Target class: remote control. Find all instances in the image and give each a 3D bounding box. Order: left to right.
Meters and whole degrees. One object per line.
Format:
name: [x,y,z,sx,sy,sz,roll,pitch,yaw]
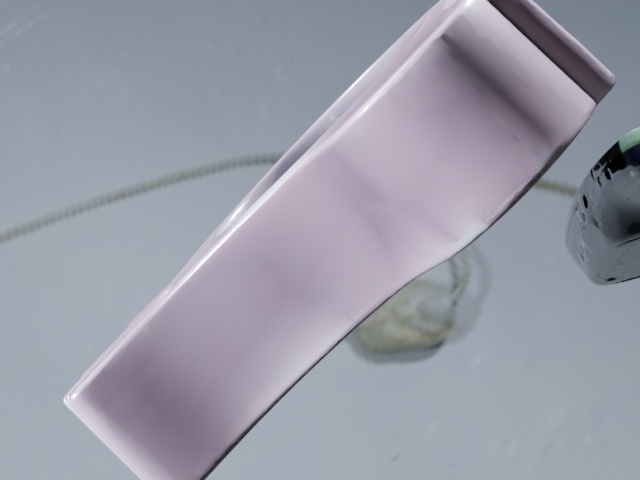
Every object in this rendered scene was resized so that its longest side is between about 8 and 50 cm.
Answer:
remote control: [0.160,-0.022,0.832,0.072,0.222,0.042,-15,76,-6]

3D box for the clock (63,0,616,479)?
clock: [0.000,0.000,0.862,0.080,0.275,0.290,43,81,-5]
